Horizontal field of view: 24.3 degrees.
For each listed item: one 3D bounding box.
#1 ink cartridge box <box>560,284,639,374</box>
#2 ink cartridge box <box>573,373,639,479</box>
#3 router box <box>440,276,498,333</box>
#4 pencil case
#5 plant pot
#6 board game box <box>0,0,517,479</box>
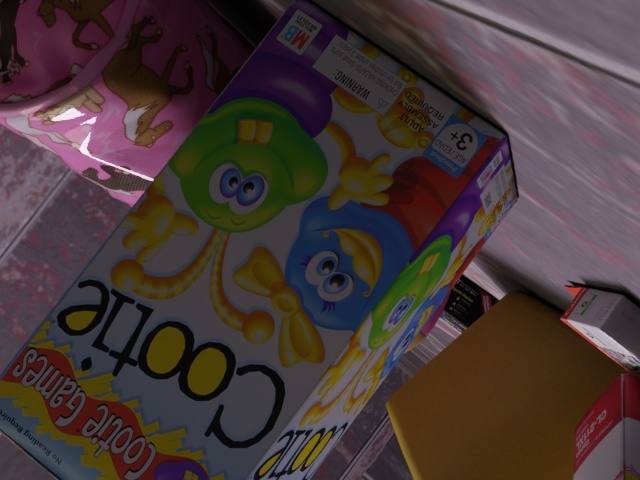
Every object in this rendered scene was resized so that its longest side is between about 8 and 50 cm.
[{"bbox_3d":[0.192,0.060,0.963,0.063,0.029,0.115,37,175,-9],"label":"ink cartridge box"},{"bbox_3d":[0.225,0.186,0.918,0.127,0.175,0.072,22,134,-9],"label":"ink cartridge box"},{"bbox_3d":[0.119,0.051,1.418,0.122,0.038,0.092,36,175,20],"label":"router box"},{"bbox_3d":[-0.063,-0.054,1.001,0.167,0.160,0.386,-1,151,37],"label":"pencil case"},{"bbox_3d":[0.177,0.167,1.197,0.187,0.212,0.212,49,-178,28],"label":"plant pot"},{"bbox_3d":[-0.030,0.032,0.819,0.142,0.275,0.144,36,176,16],"label":"board game box"}]
